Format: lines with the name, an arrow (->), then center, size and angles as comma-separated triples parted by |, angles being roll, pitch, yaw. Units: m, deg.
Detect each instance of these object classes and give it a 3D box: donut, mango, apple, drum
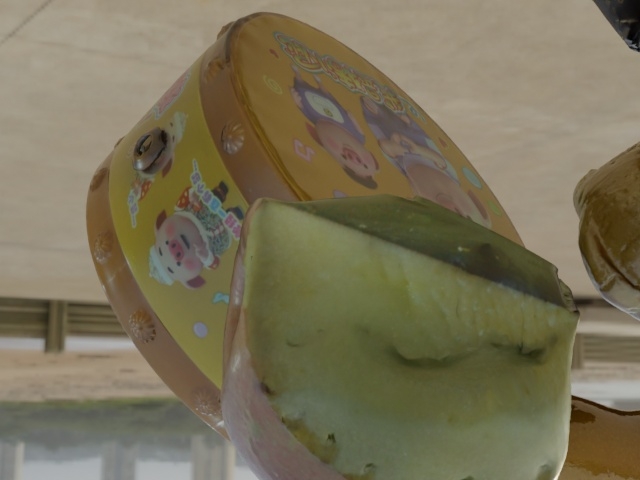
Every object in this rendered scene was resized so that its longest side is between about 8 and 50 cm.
donut -> 0.373, 0.002, 1.068 | 0.262, 0.208, 0.128 | 26, 131, -19
mango -> 0.172, 0.150, 0.709 | 0.184, 0.102, 0.085 | 5, 162, -31
apple -> 0.038, 0.066, 0.581 | 0.189, 0.207, 0.173 | 10, 134, 1
drum -> 0.000, 0.000, 1.027 | 0.214, 0.431, 0.431 | -42, 149, 26

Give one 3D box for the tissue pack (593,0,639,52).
tissue pack -> 0.298, -0.384, 1.015 | 0.210, 0.370, 0.198 | -23, 155, -13
